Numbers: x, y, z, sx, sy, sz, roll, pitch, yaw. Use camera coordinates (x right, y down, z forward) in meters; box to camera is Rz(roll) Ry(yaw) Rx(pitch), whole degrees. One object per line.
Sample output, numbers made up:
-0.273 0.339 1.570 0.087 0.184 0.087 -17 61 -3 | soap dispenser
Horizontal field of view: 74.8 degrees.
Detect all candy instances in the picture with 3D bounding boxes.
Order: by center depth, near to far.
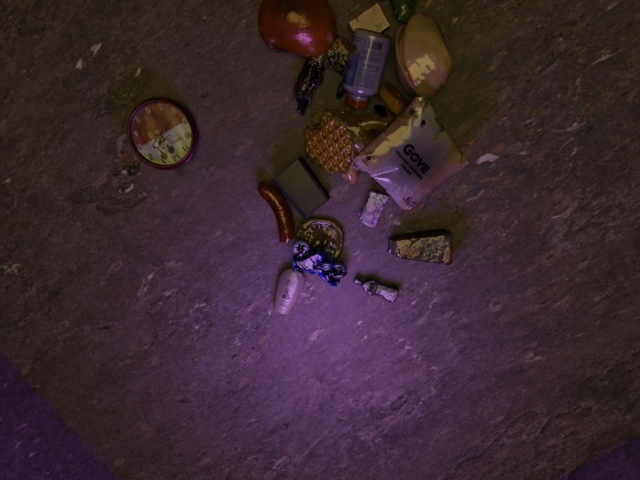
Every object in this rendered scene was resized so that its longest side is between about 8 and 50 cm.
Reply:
0.235 -0.146 1.888 0.092 0.073 0.160 23 103 0 | candy

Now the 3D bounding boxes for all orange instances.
-0.108 -0.905 1.718 0.310 0.274 0.274 26 106 38 | orange

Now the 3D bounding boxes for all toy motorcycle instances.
-0.022 0.111 1.905 0.315 0.113 0.169 32 124 -23 | toy motorcycle

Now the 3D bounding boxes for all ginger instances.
0.276 -1.008 1.689 0.290 0.089 0.137 39 67 -13 | ginger
0.172 -0.474 1.800 0.363 0.122 0.348 -33 107 20 | ginger

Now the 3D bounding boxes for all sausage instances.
-0.191 -0.134 1.918 0.102 0.076 0.302 -20 100 7 | sausage

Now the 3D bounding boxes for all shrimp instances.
0.027 -0.692 1.793 0.233 0.071 0.365 25 97 -7 | shrimp

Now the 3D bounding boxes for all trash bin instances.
-0.083 -0.235 1.872 0.165 0.115 0.225 -36 99 11 | trash bin

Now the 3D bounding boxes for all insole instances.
0.255 -0.549 1.765 0.053 0.153 0.002 2 126 -8 | insole

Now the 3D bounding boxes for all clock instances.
-0.707 -0.477 1.880 0.318 0.080 0.319 0 105 0 | clock

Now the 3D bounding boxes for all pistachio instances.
0.406 -0.730 1.677 0.238 0.229 0.321 -8 89 -37 | pistachio

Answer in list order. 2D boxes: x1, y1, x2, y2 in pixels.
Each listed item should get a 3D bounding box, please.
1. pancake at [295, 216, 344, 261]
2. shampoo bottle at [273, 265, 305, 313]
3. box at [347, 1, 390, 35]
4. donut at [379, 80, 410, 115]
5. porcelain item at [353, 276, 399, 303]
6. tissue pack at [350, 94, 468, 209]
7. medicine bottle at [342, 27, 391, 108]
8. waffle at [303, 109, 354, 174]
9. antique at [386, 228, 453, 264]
0.000 0.000 1.947 0.241 0.050 0.242 1 103 3 | pancake
-0.145 0.221 1.990 0.127 0.078 0.257 20 99 2 | shampoo bottle
0.200 -0.891 1.737 0.156 0.060 0.111 -30 101 8 | box
0.310 -0.581 1.746 0.162 0.178 0.065 19 130 -40 | donut
0.255 0.226 1.968 0.215 0.069 0.081 19 107 -1 | porcelain item
0.374 -0.347 1.739 0.375 0.195 0.390 37 110 -27 | tissue pack
0.179 -0.693 1.706 0.157 0.157 0.289 14 119 1 | medicine bottle
0.029 -0.414 1.781 0.291 0.051 0.291 25 134 29 | waffle
0.443 0.027 1.884 0.284 0.125 0.150 1 101 3 | antique
